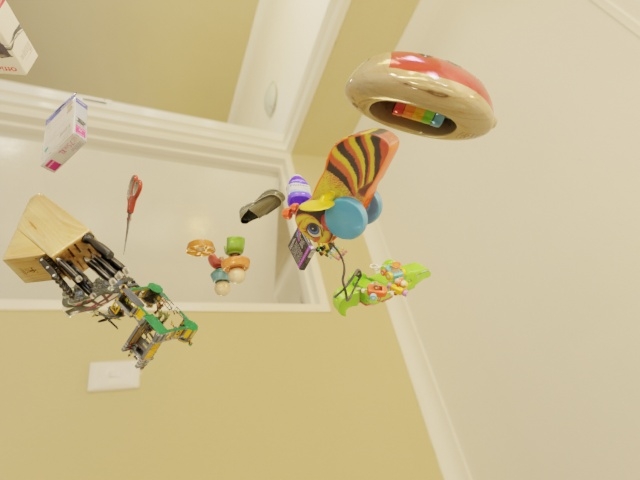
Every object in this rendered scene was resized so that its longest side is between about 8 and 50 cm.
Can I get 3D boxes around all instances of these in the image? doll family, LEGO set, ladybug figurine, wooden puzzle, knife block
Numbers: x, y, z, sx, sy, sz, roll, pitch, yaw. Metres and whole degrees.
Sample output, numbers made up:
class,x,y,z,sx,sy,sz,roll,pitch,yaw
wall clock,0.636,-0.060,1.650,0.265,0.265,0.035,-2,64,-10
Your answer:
class,x,y,z,sx,sy,sz,roll,pitch,yaw
doll family,0.000,0.000,2.114,0.193,0.111,0.076,62,-4,-8
LEGO set,-0.644,0.321,1.588,0.192,0.331,0.255,-54,169,12
ladybug figurine,0.298,-0.419,1.242,0.305,0.449,0.162,149,-43,-84
wooden puzzle,0.062,0.046,1.586,0.049,0.083,0.006,37,-42,12
knife block,-0.541,0.004,0.955,0.088,0.242,0.275,87,-5,-49

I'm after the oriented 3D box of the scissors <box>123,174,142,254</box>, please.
class,x,y,z,sx,sy,sz,roll,pitch,yaw
scissors,-0.722,-0.100,1.621,0.109,0.021,0.297,19,-83,45

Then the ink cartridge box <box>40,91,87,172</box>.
class,x,y,z,sx,sy,sz,roll,pitch,yaw
ink cartridge box,-0.956,-0.412,1.607,0.186,0.065,0.311,-36,-128,13

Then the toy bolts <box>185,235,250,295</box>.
class,x,y,z,sx,sy,sz,roll,pitch,yaw
toy bolts,-0.373,0.105,1.552,0.228,0.218,0.158,123,-38,-59

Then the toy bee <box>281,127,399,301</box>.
class,x,y,z,sx,sy,sz,roll,pitch,yaw
toy bee,0.012,-0.054,0.722,0.298,0.162,0.195,-70,163,9

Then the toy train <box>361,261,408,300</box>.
class,x,y,z,sx,sy,sz,roll,pitch,yaw
toy train,0.178,0.101,1.169,0.166,0.125,0.046,-73,171,-58

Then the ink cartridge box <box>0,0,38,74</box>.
class,x,y,z,sx,sy,sz,roll,pitch,yaw
ink cartridge box,-0.962,-0.600,1.218,0.237,0.172,0.100,97,-5,-59

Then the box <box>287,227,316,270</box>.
class,x,y,z,sx,sy,sz,roll,pitch,yaw
box,-0.082,0.031,1.828,0.116,0.029,0.162,-60,-139,29

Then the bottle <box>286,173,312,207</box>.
class,x,y,z,sx,sy,sz,roll,pitch,yaw
bottle,-0.106,-0.238,2.064,0.283,0.118,0.092,-100,-165,-59

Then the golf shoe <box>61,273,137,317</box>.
class,x,y,z,sx,sy,sz,roll,pitch,yaw
golf shoe,-0.839,0.204,1.631,0.105,0.273,0.120,44,-56,25

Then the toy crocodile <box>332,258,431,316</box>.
class,x,y,z,sx,sy,sz,roll,pitch,yaw
toy crocodile,0.192,0.139,1.312,0.115,0.341,0.105,28,-53,52

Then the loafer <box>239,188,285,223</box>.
class,x,y,z,sx,sy,sz,roll,pitch,yaw
loafer,-0.256,-0.136,1.861,0.251,0.094,0.087,-29,-146,29
